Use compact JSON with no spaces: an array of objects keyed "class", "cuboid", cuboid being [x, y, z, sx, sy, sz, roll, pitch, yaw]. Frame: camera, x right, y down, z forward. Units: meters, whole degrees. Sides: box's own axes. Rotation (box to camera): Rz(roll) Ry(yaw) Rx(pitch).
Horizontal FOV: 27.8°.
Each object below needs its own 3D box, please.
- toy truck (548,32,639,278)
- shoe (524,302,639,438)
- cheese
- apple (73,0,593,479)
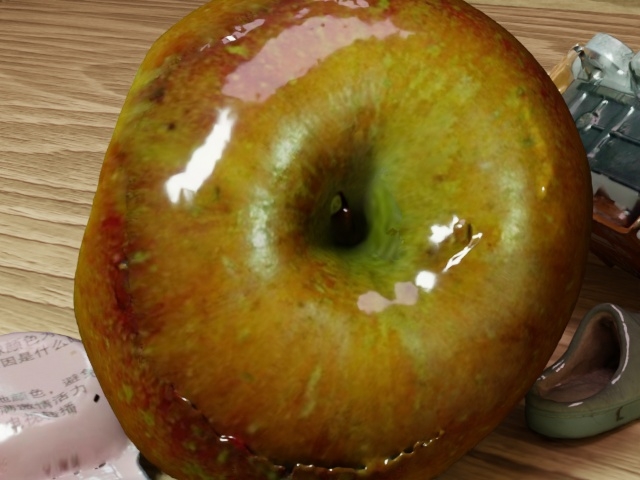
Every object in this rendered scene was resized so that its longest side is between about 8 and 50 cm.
[{"class":"toy truck","cuboid":[0.316,-0.032,1.109,0.173,0.207,0.387,-48,29,-2]},{"class":"shoe","cuboid":[0.230,0.086,0.982,0.195,0.078,0.079,-22,26,-34]},{"class":"cheese","cuboid":[-0.189,0.142,0.899,0.189,0.074,0.286,-17,36,-28]},{"class":"apple","cuboid":[0.000,0.000,0.926,0.384,0.374,0.374,-43,30,-9]}]
